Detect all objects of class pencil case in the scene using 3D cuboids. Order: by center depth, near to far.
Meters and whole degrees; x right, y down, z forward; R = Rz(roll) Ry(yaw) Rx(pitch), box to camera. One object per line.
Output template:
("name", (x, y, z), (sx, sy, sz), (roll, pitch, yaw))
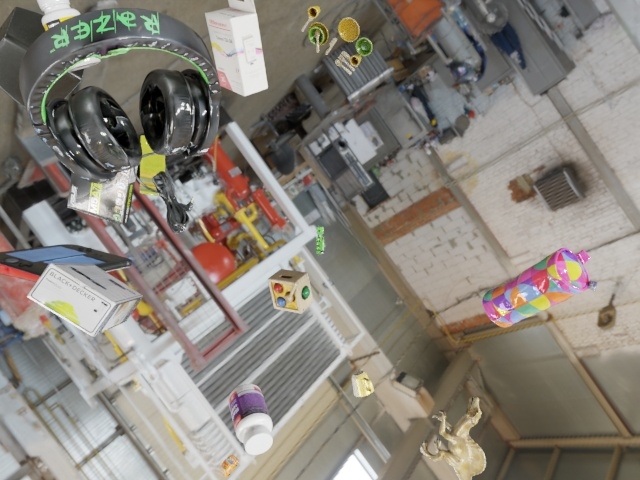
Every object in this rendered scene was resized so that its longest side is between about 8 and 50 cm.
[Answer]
("pencil case", (0.454, 0.105, 0.987), (0.104, 0.104, 0.236), (-38, 173, -37))

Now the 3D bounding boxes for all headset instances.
("headset", (-0.259, -0.147, 0.686), (0.243, 0.185, 0.394), (-19, 166, -15))

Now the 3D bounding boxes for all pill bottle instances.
("pill bottle", (-0.438, -0.360, 0.806), (0.065, 0.116, 0.065), (-16, -159, 6))
("pill bottle", (-0.204, 0.528, 1.375), (0.108, 0.108, 0.193), (-36, -147, -3))

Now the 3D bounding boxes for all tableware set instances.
("tableware set", (0.032, -0.426, 0.973), (0.104, 0.154, 0.024), (-41, -170, 47))

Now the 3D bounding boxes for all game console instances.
("game console", (-0.959, 0.078, 1.717), (0.341, 0.060, 0.386), (7, -171, 20))

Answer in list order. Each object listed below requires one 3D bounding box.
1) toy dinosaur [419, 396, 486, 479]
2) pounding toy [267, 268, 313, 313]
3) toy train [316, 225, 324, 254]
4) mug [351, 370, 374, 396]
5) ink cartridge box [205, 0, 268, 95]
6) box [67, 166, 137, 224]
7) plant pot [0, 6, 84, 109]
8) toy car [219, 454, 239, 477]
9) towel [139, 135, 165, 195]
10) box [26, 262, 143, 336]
("toy dinosaur", (0.197, 0.313, 0.673), (0.053, 0.183, 0.092), (-13, -168, -41))
("pounding toy", (-0.090, 0.157, 1.446), (0.141, 0.130, 0.100), (5, -153, 34))
("toy train", (0.000, 0.000, 1.332), (0.023, 0.083, 0.017), (0, -178, 6))
("mug", (0.132, 0.436, 1.429), (0.078, 0.064, 0.062), (-13, -175, 26))
("ink cartridge box", (-0.184, -0.428, 1.001), (0.067, 0.198, 0.115), (-29, -138, -28))
("box", (-0.653, -0.163, 1.391), (0.045, 0.184, 0.191), (-66, 175, -72))
("plant pot", (-0.704, -0.447, 1.144), (0.188, 0.188, 0.167), (-29, 143, 26))
("toy car", (-0.243, 0.664, 1.300), (0.060, 0.122, 0.041), (-34, 147, -9))
("towel", (-0.665, -0.295, 1.847), (0.102, 0.237, 0.021), (5, 168, -42))
("box", (-0.556, 0.135, 1.133), (0.087, 0.169, 0.290), (-57, -173, -8))
